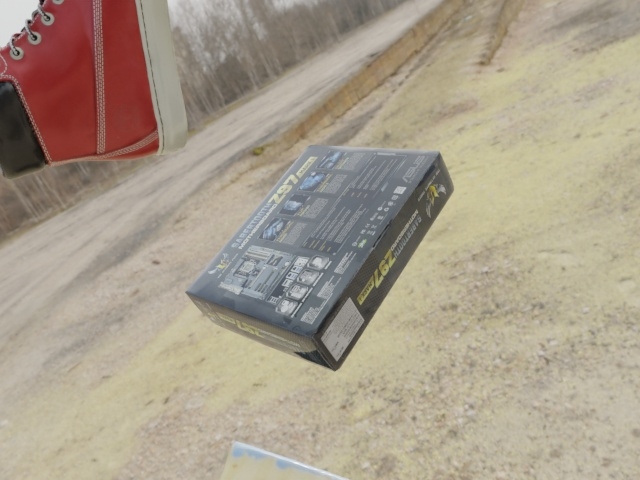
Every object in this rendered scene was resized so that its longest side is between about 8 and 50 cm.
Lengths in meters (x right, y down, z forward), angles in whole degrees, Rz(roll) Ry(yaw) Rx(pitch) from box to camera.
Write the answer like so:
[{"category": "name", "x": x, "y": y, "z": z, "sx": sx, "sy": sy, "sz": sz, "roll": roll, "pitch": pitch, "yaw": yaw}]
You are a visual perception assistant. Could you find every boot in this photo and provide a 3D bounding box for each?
[{"category": "boot", "x": -0.211, "y": -0.175, "z": 0.435, "sx": 0.176, "sy": 0.244, "sz": 0.088, "roll": -15, "pitch": 16, "yaw": -27}]

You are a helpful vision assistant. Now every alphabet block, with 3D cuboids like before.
[{"category": "alphabet block", "x": -0.060, "y": 0.409, "z": 0.771, "sx": 0.192, "sy": 0.193, "sz": 0.197, "roll": 16, "pitch": 63, "yaw": 9}]

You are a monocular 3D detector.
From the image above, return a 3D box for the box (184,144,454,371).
[{"category": "box", "x": 0.000, "y": 0.000, "z": 0.575, "sx": 0.183, "sy": 0.059, "sz": 0.232, "roll": 11, "pitch": 54, "yaw": 42}]
